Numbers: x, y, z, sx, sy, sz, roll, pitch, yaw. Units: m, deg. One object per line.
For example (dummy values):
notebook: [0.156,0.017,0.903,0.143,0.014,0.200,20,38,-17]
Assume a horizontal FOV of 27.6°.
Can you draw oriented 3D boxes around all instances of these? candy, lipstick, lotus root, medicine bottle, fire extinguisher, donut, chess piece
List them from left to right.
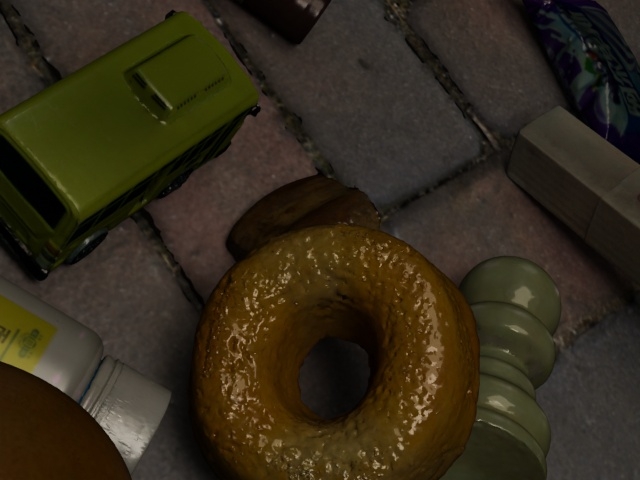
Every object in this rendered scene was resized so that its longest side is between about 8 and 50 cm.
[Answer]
medicine bottle: [-0.258,0.107,1.033,0.258,0.143,0.143,32,52,-9]
fire extinguisher: [-0.094,-0.309,1.416,0.231,0.071,0.099,35,24,-4]
lotus root: [-0.003,0.003,1.264,0.135,0.095,0.159,-26,71,-33]
donut: [0.008,0.109,1.119,0.277,0.108,0.277,-2,73,5]
chess piece: [0.166,0.118,1.265,0.144,0.144,0.251,30,48,-10]
candy: [0.333,-0.209,1.583,0.145,0.070,0.275,-8,64,-40]
lipstick: [0.360,-0.001,1.388,0.076,0.080,0.371,-33,62,-28]

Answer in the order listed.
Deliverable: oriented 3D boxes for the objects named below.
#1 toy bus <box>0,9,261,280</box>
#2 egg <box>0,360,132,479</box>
toy bus: [-0.182,-0.095,1.186,0.128,0.150,0.262,48,52,3]
egg: [-0.292,0.211,0.849,0.351,0.282,0.282,-11,65,-4]
